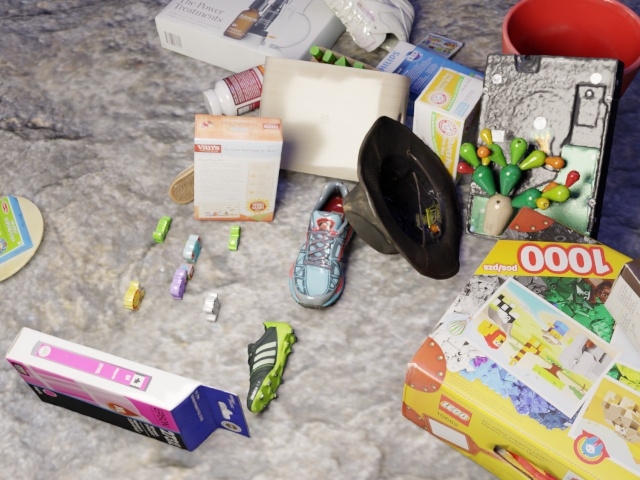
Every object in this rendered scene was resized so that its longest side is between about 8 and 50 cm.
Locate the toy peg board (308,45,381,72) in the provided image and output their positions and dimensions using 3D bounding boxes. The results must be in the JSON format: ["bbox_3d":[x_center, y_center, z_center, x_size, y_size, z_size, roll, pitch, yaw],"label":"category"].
[{"bbox_3d":[0.019,-0.327,1.628,0.161,0.079,0.161,26,90,20],"label":"toy peg board"}]

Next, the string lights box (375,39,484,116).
[{"bbox_3d":[0.249,-0.327,1.660,0.259,0.077,0.133,29,61,21],"label":"string lights box"}]

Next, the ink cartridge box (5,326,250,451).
[{"bbox_3d":[-0.300,0.249,1.215,0.370,0.176,0.069,13,56,11],"label":"ink cartridge box"}]

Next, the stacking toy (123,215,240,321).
[{"bbox_3d":[-0.253,0.045,1.435,0.166,0.052,0.221,8,55,8],"label":"stacking toy"}]

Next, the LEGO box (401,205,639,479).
[{"bbox_3d":[0.436,0.229,1.184,0.500,0.193,0.372,30,61,21],"label":"LEGO box"}]

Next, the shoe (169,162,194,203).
[{"bbox_3d":[-0.210,-0.150,1.546,0.219,0.077,0.058,-28,21,0],"label":"shoe"}]

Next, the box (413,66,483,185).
[{"bbox_3d":[0.250,-0.219,1.505,0.103,0.203,0.114,26,60,20],"label":"box"}]

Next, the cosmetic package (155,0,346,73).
[{"bbox_3d":[-0.153,-0.523,1.810,0.377,0.097,0.284,22,56,17],"label":"cosmetic package"}]

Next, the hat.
[{"bbox_3d":[0.129,-0.063,1.397,0.133,0.331,0.332,-19,46,35],"label":"hat"}]

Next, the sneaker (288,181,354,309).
[{"bbox_3d":[0.000,0.000,1.409,0.104,0.125,0.262,7,55,10],"label":"sneaker"}]

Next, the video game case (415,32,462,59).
[{"bbox_3d":[0.261,-0.437,1.763,0.087,0.011,0.122,25,51,25],"label":"video game case"}]

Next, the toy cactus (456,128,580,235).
[{"bbox_3d":[0.328,-0.090,1.342,0.218,0.181,0.112,23,28,21],"label":"toy cactus"}]

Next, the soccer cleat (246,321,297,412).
[{"bbox_3d":[-0.098,0.215,1.308,0.072,0.060,0.179,7,48,19],"label":"soccer cleat"}]

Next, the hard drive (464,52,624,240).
[{"bbox_3d":[0.397,-0.158,1.376,0.236,0.339,0.064,11,10,33],"label":"hard drive"}]

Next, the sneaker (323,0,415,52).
[{"bbox_3d":[0.091,-0.519,1.714,0.305,0.114,0.152,20,66,-29],"label":"sneaker"}]

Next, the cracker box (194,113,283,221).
[{"bbox_3d":[-0.158,-0.131,1.431,0.155,0.232,0.067,2,54,-9],"label":"cracker box"}]

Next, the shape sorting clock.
[{"bbox_3d":[-0.636,0.000,1.491,0.206,0.040,0.206,-7,58,12],"label":"shape sorting clock"}]

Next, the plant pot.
[{"bbox_3d":[0.489,-0.328,1.548,0.274,0.243,0.275,-1,55,2],"label":"plant pot"}]

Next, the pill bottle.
[{"bbox_3d":[-0.175,-0.321,1.670,0.152,0.086,0.086,-23,57,-14],"label":"pill bottle"}]

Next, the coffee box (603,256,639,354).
[{"bbox_3d":[0.553,0.148,1.044,0.168,0.119,0.297,-20,56,-11],"label":"coffee box"}]

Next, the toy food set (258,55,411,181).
[{"bbox_3d":[0.017,-0.244,1.559,0.305,0.092,0.220,10,100,11],"label":"toy food set"}]
